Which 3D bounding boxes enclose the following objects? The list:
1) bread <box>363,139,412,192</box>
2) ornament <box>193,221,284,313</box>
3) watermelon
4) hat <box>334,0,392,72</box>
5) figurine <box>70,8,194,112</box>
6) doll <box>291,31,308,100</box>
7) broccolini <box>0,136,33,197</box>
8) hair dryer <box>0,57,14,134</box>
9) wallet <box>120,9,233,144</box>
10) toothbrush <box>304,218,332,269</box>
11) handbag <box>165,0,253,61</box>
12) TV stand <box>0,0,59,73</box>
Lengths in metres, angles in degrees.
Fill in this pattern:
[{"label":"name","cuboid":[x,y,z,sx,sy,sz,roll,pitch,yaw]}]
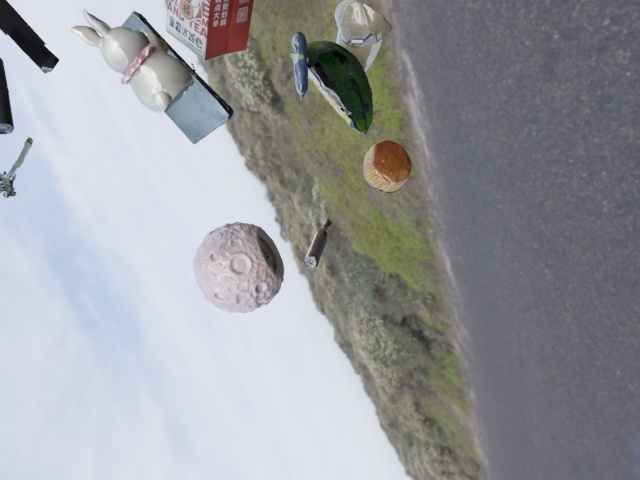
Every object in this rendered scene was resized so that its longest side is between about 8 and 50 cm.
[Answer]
[{"label":"bread","cuboid":[0.262,-0.292,2.138,0.199,0.199,0.104,64,154,15]},{"label":"ornament","cuboid":[-0.232,0.080,1.537,0.259,0.225,0.259,60,-167,-24]},{"label":"watermelon","cuboid":[0.031,-0.394,1.359,0.301,0.123,0.129,53,164,14]},{"label":"hat","cuboid":[0.075,-0.526,1.434,0.166,0.173,0.144,33,-172,27]},{"label":"figurine","cuboid":[-0.388,-0.391,1.162,0.235,0.127,0.155,44,-139,-16]},{"label":"doll","cuboid":[-0.035,-0.300,0.942,0.037,0.027,0.125,87,180,-76]},{"label":"broccolini","cuboid":[-0.861,-0.211,1.553,0.071,0.254,0.057,8,-129,-49]},{"label":"hair dryer","cuboid":[-0.742,-0.277,1.182,0.050,0.195,0.173,17,-129,-61]},{"label":"wallet","cuboid":[-0.436,-0.458,1.584,0.379,0.191,0.046,47,-139,-20]},{"label":"toothbrush","cuboid":[-0.001,-0.001,1.465,0.040,0.041,0.364,64,-167,-13]},{"label":"handbag","cuboid":[-0.258,-0.596,1.287,0.171,0.151,0.298,41,140,21]},{"label":"TV stand","cuboid":[-0.766,-0.536,1.373,0.256,0.040,0.048,56,-144,-44]}]
